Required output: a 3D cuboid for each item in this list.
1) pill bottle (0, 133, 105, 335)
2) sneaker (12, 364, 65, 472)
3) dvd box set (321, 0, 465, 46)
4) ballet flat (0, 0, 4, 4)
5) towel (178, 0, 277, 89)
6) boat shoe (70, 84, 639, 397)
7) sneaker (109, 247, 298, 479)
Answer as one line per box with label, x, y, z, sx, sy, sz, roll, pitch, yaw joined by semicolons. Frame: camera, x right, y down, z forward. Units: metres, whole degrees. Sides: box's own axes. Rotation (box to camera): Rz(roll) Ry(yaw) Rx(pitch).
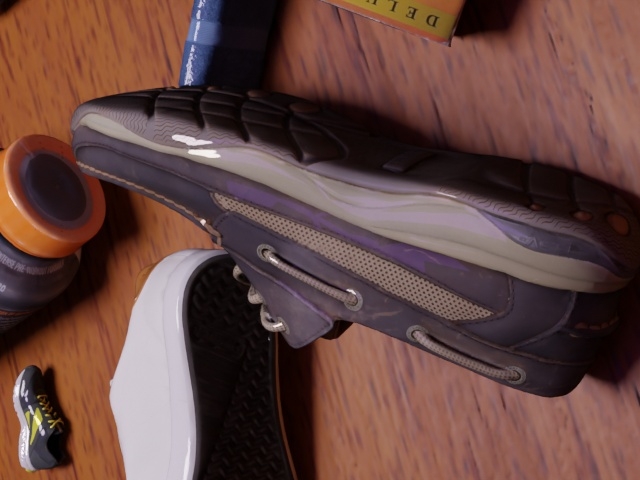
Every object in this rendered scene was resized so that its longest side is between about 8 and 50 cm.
pill bottle;-0.269;0.014;0.992;0.246;0.130;0.130;-31;72;34
sneaker;-0.214;0.137;1.018;0.035;0.031;0.083;-4;93;25
dvd box set;0.005;-0.355;0.716;0.308;0.062;0.420;20;106;1
ballet flat;-0.306;-0.253;1.061;0.070;0.070;0.188;-44;62;30
towel;-0.061;-0.141;0.864;0.029;0.067;0.119;21;104;34
boat shoe;0.000;0.000;0.756;0.355;0.132;0.130;18;110;26
sneaker;-0.083;0.150;0.882;0.123;0.106;0.290;0;88;56
